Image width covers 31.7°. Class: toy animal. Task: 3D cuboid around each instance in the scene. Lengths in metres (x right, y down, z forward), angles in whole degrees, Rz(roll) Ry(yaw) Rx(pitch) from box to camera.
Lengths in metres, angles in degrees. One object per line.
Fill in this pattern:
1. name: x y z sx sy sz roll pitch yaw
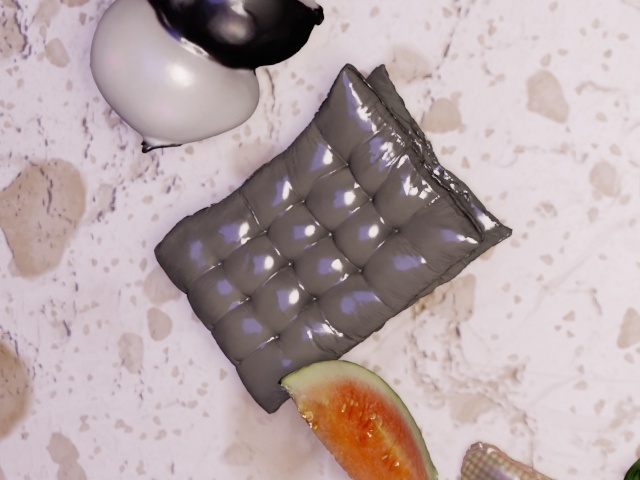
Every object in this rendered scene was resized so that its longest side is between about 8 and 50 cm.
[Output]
1. toy animal: -0.131 -0.211 1.175 0.187 0.165 0.235 47 111 15

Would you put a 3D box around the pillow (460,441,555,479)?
1. pillow: 0.173 0.320 1.151 0.135 0.034 0.211 28 106 17

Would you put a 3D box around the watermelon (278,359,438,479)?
1. watermelon: 0.046 0.202 1.138 0.063 0.119 0.245 -26 112 24

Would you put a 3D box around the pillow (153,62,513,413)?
1. pillow: 0.000 0.000 1.170 0.326 0.101 0.228 -40 79 22

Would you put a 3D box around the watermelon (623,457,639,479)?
1. watermelon: 0.331 0.243 1.045 0.109 0.109 0.109 2 94 23
